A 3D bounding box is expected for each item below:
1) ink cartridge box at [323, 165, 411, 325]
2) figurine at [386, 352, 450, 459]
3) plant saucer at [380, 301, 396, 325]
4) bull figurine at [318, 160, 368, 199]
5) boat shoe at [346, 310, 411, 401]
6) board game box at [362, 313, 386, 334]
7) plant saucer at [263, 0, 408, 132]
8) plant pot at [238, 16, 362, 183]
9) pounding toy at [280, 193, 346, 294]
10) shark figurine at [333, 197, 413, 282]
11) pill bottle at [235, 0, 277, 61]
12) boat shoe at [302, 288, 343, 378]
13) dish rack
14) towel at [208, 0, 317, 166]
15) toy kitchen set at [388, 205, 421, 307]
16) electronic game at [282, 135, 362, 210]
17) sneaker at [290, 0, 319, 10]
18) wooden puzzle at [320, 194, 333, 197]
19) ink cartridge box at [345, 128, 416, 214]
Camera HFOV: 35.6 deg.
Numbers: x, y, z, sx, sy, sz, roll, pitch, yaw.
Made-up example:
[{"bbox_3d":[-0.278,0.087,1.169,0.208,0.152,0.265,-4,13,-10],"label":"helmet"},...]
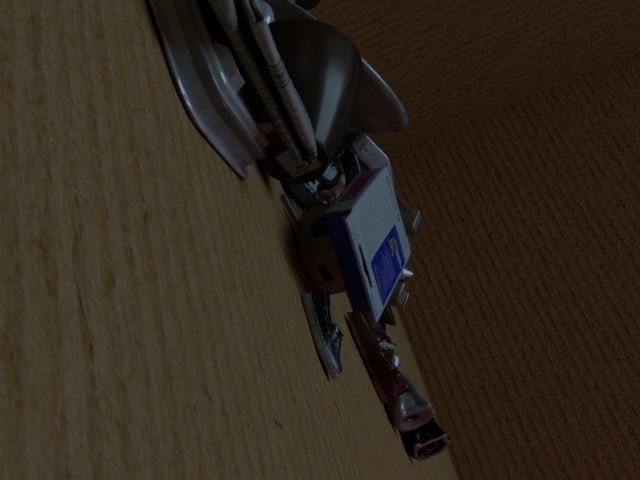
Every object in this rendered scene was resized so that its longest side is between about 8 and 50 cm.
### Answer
[{"bbox_3d":[0.078,0.002,1.662,0.371,0.069,0.176,-55,130,-70],"label":"ink cartridge box"},{"bbox_3d":[0.179,0.338,2.160,0.209,0.092,0.215,62,0,44],"label":"figurine"},{"bbox_3d":[0.135,0.126,2.334,0.168,0.029,0.169,-23,90,-85],"label":"plant saucer"},{"bbox_3d":[0.015,-0.138,2.032,0.310,0.101,0.189,35,49,-42],"label":"bull figurine"},{"bbox_3d":[0.119,0.225,2.009,0.073,0.073,0.207,-91,158,-71],"label":"boat shoe"},{"bbox_3d":[0.110,0.144,2.399,0.243,0.042,0.165,-53,121,-84],"label":"board game box"},{"bbox_3d":[-0.008,-0.325,1.970,0.400,0.100,0.400,40,-4,3],"label":"plant saucer"},{"bbox_3d":[-0.036,-0.211,1.645,0.215,0.215,0.231,63,21,-45],"label":"plant pot"},{"bbox_3d":[0.000,0.000,1.698,0.130,0.100,0.141,-87,156,-44],"label":"pounding toy"},{"bbox_3d":[0.066,0.006,2.254,0.278,0.166,0.116,59,-19,11],"label":"shark figurine"},{"bbox_3d":[-0.120,-0.353,1.745,0.193,0.108,0.108,63,7,-45],"label":"pill bottle"},{"bbox_3d":[0.010,0.132,1.445,0.049,0.040,0.142,60,10,-59],"label":"boat shoe"},{"bbox_3d":[-0.151,-0.267,1.302,0.285,0.072,0.333,50,18,-72],"label":"dish rack"},{"bbox_3d":[-0.095,-0.302,1.326,0.324,0.056,0.312,60,9,-52],"label":"towel"},{"bbox_3d":[0.178,0.039,2.541,0.207,0.122,0.166,-65,152,-23],"label":"toy kitchen set"},{"bbox_3d":[0.000,-0.139,1.895,0.229,0.048,0.229,24,54,-38],"label":"electronic game"},{"bbox_3d":[-0.144,-0.579,2.114,0.182,0.158,0.410,29,19,25],"label":"sneaker"},{"bbox_3d":[-0.048,-0.254,2.284,0.322,0.080,0.348,7,66,-83],"label":"wooden puzzle"},{"bbox_3d":[0.116,-0.158,2.196,0.224,0.056,0.181,41,-5,-24],"label":"ink cartridge box"}]
